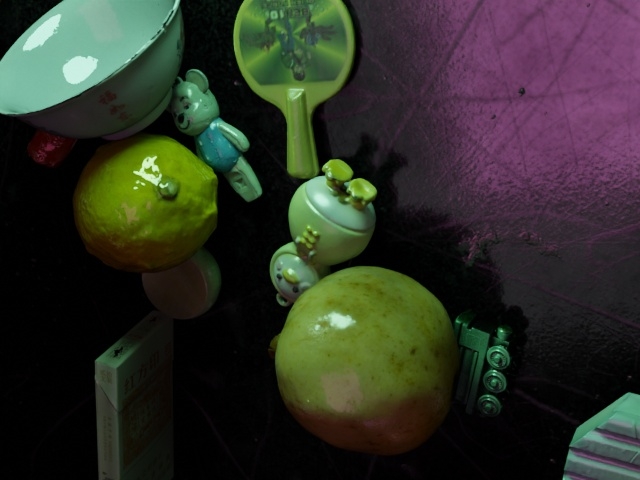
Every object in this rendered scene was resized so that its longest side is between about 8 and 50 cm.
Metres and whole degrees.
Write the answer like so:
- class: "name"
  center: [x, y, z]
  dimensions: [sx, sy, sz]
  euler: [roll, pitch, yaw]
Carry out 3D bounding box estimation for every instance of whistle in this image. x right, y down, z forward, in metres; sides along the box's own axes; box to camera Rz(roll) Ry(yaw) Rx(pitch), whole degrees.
- class: "whistle"
  center: [-0.174, -0.163, 1.746]
  dimensions: [0.114, 0.077, 0.236]
  euler: [-25, 103, 39]

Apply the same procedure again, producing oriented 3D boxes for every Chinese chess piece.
- class: "Chinese chess piece"
  center: [-0.242, 0.067, 1.884]
  dimensions: [0.144, 0.058, 0.144]
  euler: [8, 113, 20]

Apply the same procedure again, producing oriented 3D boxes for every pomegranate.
- class: "pomegranate"
  center: [0.077, 0.189, 1.657]
  dimensions: [0.307, 0.307, 0.307]
  euler: [9, 115, 20]

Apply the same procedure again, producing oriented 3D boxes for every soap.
- class: "soap"
  center: [0.528, 0.339, 1.643]
  dimensions: [0.289, 0.095, 0.173]
  euler: [13, 117, 18]

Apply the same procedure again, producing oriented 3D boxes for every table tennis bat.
- class: "table tennis bat"
  center: [-0.036, -0.252, 1.669]
  dimensions: [0.198, 0.050, 0.321]
  euler: [3, 108, 20]

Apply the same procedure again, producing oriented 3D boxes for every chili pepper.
- class: "chili pepper"
  center: [-0.459, -0.182, 1.865]
  dimensions: [0.123, 0.073, 0.070]
  euler: [-51, 45, 29]

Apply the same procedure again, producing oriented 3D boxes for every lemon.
- class: "lemon"
  center: [-0.283, -0.058, 1.738]
  dimensions: [0.233, 0.233, 0.288]
  euler: [50, 155, -3]

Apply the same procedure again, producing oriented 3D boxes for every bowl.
- class: "bowl"
  center: [-0.330, -0.258, 1.671]
  dimensions: [0.345, 0.345, 0.157]
  euler: [-10, 133, 27]

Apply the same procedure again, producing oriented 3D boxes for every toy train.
- class: "toy train"
  center: [0.258, 0.202, 1.720]
  dimensions: [0.111, 0.071, 0.170]
  euler: [21, 120, 24]

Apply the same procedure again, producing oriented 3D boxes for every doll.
- class: "doll"
  center: [-0.006, 0.005, 1.718]
  dimensions: [0.141, 0.117, 0.296]
  euler: [35, 121, 9]

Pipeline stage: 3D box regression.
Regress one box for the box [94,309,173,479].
- class: "box"
  center: [-0.332, 0.331, 1.949]
  dimensions: [0.051, 0.204, 0.365]
  euler: [12, 116, 19]
